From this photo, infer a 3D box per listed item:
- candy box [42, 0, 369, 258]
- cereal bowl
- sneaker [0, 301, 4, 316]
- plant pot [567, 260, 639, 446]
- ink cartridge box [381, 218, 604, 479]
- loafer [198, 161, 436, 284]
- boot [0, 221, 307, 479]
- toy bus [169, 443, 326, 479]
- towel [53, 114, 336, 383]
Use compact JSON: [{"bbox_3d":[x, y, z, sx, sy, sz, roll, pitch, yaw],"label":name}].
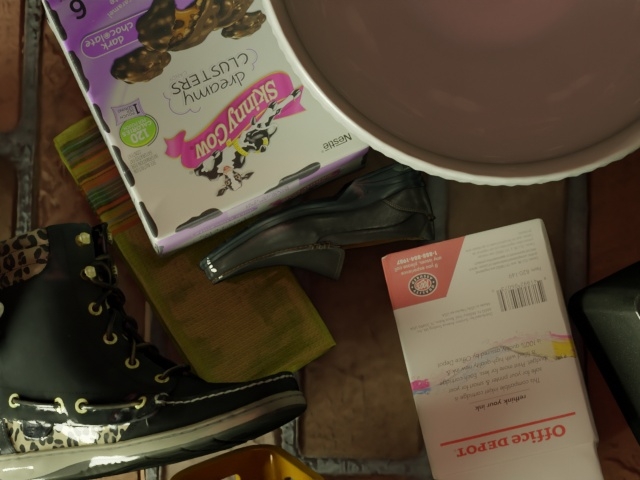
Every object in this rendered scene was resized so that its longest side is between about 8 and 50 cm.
[{"bbox_3d":[-0.080,-0.111,1.387,0.165,0.070,0.196,-25,81,-7],"label":"candy box"},{"bbox_3d":[0.120,-0.202,1.333,0.339,0.141,0.339,0,88,-1],"label":"cereal bowl"},{"bbox_3d":[-0.286,0.011,1.393,0.191,0.071,0.083,45,111,21],"label":"sneaker"},{"bbox_3d":[0.285,0.072,1.282,0.188,0.167,0.187,-27,81,2],"label":"plant pot"},{"bbox_3d":[0.121,0.096,1.350,0.115,0.067,0.198,-13,80,6],"label":"ink cartridge box"},{"bbox_3d":[0.000,0.000,1.376,0.170,0.062,0.061,-22,90,-2],"label":"loafer"},{"bbox_3d":[-0.134,0.068,1.363,0.236,0.085,0.178,-15,79,22],"label":"boot"},{"bbox_3d":[-0.043,0.239,1.333,0.202,0.191,0.104,-56,37,-3],"label":"toy bus"},{"bbox_3d":[-0.092,0.000,1.413,0.102,0.021,0.237,-32,80,3],"label":"towel"}]
